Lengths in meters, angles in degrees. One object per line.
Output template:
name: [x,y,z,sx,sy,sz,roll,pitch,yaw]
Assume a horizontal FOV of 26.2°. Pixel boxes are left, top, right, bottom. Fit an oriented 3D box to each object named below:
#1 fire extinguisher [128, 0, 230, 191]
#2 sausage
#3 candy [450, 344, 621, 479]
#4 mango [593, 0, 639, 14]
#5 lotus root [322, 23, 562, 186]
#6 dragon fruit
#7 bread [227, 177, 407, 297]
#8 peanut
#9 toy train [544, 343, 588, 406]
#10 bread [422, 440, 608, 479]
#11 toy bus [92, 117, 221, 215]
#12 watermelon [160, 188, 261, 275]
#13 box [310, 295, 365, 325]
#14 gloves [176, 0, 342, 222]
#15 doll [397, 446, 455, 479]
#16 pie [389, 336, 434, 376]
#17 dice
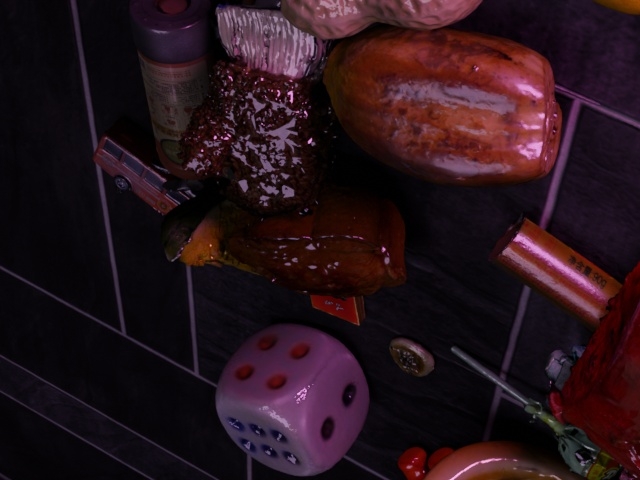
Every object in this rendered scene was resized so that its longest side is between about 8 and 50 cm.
fire extinguisher: [-0.156,-0.176,1.890,0.200,0.113,0.376,24,146,19]
sausage: [0.388,0.098,1.756,0.371,0.082,0.082,35,149,0]
candy: [0.313,0.247,2.028,0.305,0.091,0.083,35,122,18]
mango: [0.273,-0.298,1.331,0.194,0.092,0.130,42,150,0]
lotus root: [0.143,-0.159,1.583,0.291,0.193,0.193,17,143,25]
dragon fruit: [0.419,0.158,1.601,0.282,0.100,0.343,40,121,25]
bread: [-0.001,0.005,1.913,0.246,0.135,0.232,-1,153,28]
peanut: [0.080,-0.294,1.502,0.298,0.120,0.136,2,110,39]
toy train: [0.392,0.209,1.800,0.198,0.107,0.154,32,-168,38]
bread: [0.322,0.507,2.108,0.424,0.329,0.245,28,147,11]
toy bus: [-0.243,-0.090,2.134,0.235,0.073,0.096,36,142,4]
watermelon: [-0.127,-0.011,2.011,0.123,0.129,0.301,-9,168,33]
box: [0.022,0.070,2.125,0.090,0.023,0.133,23,146,25]
gloves: [-0.071,-0.159,1.730,0.210,0.135,0.312,6,116,15]
doll: [0.262,0.496,2.383,0.200,0.105,0.336,-11,117,49]
pie: [0.142,0.184,2.158,0.084,0.021,0.084,25,146,18]
dice: [-0.045,0.263,2.284,0.193,0.192,0.194,11,138,34]
